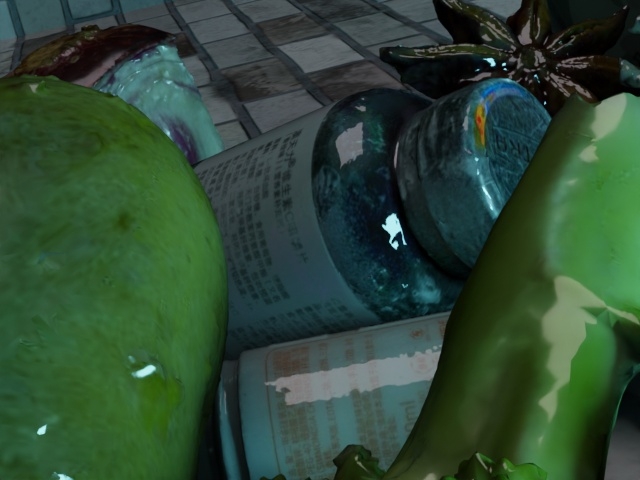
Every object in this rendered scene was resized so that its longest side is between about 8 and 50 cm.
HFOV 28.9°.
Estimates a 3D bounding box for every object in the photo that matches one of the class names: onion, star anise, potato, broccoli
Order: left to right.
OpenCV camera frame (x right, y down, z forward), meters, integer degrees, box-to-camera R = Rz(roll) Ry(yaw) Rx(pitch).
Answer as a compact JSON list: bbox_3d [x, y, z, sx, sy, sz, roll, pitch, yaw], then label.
[{"bbox_3d":[-0.161,0.082,0.495,0.270,0.219,0.359,34,55,10],"label":"potato"},{"bbox_3d":[-0.196,-0.039,0.956,0.206,0.216,0.207,4,33,45],"label":"onion"},{"bbox_3d":[0.058,0.124,0.439,0.254,0.186,0.302,-47,0,32],"label":"broccoli"},{"bbox_3d":[0.187,-0.133,1.126,0.272,0.102,0.272,0,54,0],"label":"star anise"}]

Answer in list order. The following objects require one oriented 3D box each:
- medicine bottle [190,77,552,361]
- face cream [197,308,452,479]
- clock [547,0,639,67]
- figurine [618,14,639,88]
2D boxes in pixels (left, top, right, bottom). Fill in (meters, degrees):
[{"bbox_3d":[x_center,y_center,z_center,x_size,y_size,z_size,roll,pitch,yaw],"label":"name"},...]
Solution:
[{"bbox_3d":[0.000,0.000,0.720,0.293,0.141,0.141,-19,11,40],"label":"medicine bottle"},{"bbox_3d":[-0.010,0.100,0.624,0.251,0.101,0.101,-11,20,4],"label":"face cream"},{"bbox_3d":[0.290,-0.276,1.158,0.066,0.319,0.319,-25,23,-22],"label":"clock"},{"bbox_3d":[0.372,-0.122,0.917,0.197,0.175,0.265,-14,27,-20],"label":"figurine"}]
